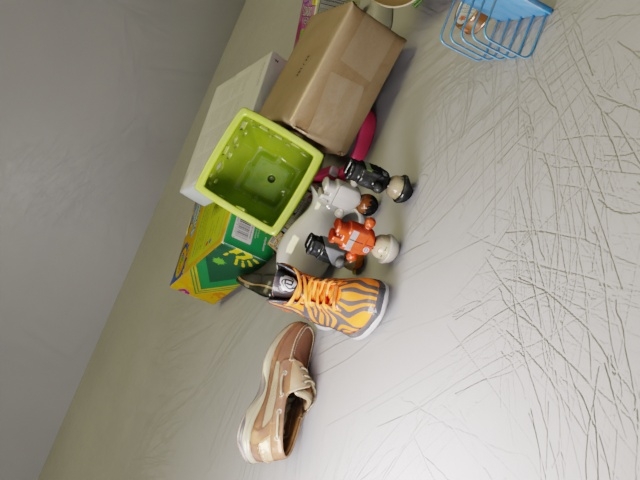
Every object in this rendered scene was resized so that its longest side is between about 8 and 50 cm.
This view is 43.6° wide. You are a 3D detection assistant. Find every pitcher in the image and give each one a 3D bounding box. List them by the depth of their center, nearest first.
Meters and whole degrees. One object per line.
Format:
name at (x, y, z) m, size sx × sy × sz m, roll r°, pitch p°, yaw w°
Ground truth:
pitcher at (0.000, 0.000, 1.806) m, size 0.177 × 0.125 × 0.207 m, roll 26°, pitch 90°, yaw 44°

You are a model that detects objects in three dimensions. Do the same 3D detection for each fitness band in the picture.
fitness band at (0.040, -0.239, 2.012) m, size 0.291 × 0.054 × 0.209 m, roll -6°, pitch 63°, yaw 63°

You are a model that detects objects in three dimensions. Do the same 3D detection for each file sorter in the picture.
file sorter at (0.316, -0.398, 1.479) m, size 0.105 × 0.118 × 0.170 m, roll -68°, pitch 23°, yaw 3°

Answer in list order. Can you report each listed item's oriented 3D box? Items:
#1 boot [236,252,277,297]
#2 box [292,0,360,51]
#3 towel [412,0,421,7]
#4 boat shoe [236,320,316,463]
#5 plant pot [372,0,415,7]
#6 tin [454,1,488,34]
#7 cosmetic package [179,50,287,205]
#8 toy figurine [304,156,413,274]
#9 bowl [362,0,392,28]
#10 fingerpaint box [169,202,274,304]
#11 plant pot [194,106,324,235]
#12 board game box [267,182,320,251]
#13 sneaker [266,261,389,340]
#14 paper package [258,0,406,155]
boot at (-0.135, 0.076, 2.086) m, size 0.198 × 0.077 × 0.137 m, roll 14°, pitch 77°, yaw 54°
box at (0.005, -0.561, 2.220) m, size 0.213 × 0.117 × 0.243 m, roll -122°, pitch 44°, yaw -69°
towel at (0.260, -0.661, 1.973) m, size 0.113 × 0.023 × 0.152 m, roll -42°, pitch 33°, yaw 46°
boat shoe at (-0.061, 0.315, 1.655) m, size 0.116 × 0.123 × 0.324 m, roll -1°, pitch 52°, yaw 29°
plant pot at (0.213, -0.697, 1.837) m, size 0.191 × 0.284 × 0.284 m, roll -28°, pitch -3°, yaw -37°
tin at (0.339, -0.517, 1.647) m, size 0.190 × 0.040 × 0.106 m, roll -62°, pitch 19°, yaw 10°
cosmetic package at (-0.228, -0.305, 2.211) m, size 0.284 × 0.097 × 0.377 m, roll -20°, pitch 48°, yaw 50°
toy figurine at (0.079, -0.045, 1.638) m, size 0.209 × 0.148 × 0.213 m, roll -32°, pitch 42°, yaw 62°
bowl at (0.131, -0.573, 2.136) m, size 0.142 × 0.053 × 0.142 m, roll -45°, pitch 30°, yaw 44°
fingerpaint box at (-0.250, -0.083, 2.356) m, size 0.371 × 0.163 × 0.445 m, roll -35°, pitch 36°, yaw 50°
plant pot at (-0.134, -0.153, 1.908) m, size 0.227 × 0.228 × 0.207 m, roll -59°, pitch -4°, yaw 0°
board game box at (-0.040, -0.042, 1.956) m, size 0.193 × 0.045 × 0.147 m, roll -55°, pitch 27°, yaw 1°
sneaker at (-0.005, 0.116, 1.603) m, size 0.321 × 0.180 × 0.125 m, roll -18°, pitch 52°, yaw 61°
paper package at (0.015, -0.386, 1.952) m, size 0.325 × 0.168 × 0.309 m, roll -62°, pitch 23°, yaw -2°
